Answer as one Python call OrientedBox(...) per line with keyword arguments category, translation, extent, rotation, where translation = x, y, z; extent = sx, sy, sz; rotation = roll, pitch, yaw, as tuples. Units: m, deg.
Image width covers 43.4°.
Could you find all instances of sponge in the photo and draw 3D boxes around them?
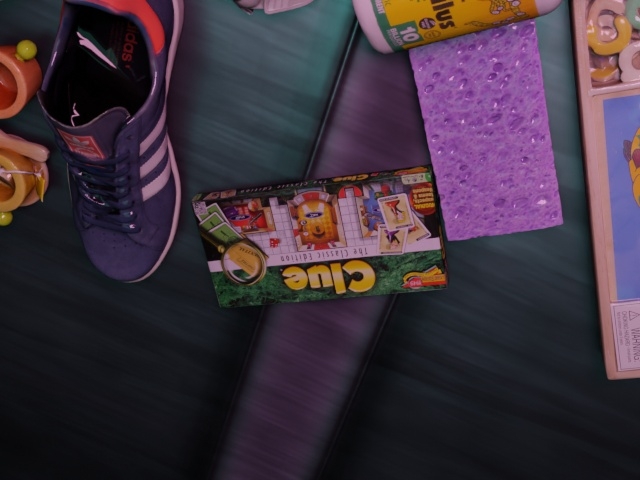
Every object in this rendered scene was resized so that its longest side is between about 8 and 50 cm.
OrientedBox(category="sponge", translation=(0.162, -0.104, 0.782), extent=(0.117, 0.031, 0.210), rotation=(-9, 113, 15))

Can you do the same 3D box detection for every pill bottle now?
OrientedBox(category="pill bottle", translation=(0.134, -0.234, 0.667), extent=(0.208, 0.117, 0.118), rotation=(-9, 114, 20))

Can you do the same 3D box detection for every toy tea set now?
OrientedBox(category="toy tea set", translation=(-0.379, -0.167, 0.802), extent=(0.200, 0.124, 0.336), rotation=(15, 117, 4))

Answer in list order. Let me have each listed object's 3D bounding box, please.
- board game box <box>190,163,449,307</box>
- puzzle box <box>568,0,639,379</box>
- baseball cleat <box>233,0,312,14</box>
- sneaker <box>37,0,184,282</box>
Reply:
OrientedBox(category="board game box", translation=(0.000, 0.000, 0.866), extent=(0.259, 0.030, 0.136), rotation=(-7, 116, 14))
OrientedBox(category="puzzle box", translation=(0.389, -0.059, 0.749), extent=(0.272, 0.052, 0.409), rotation=(-8, 114, 14))
OrientedBox(category="baseball cleat", translation=(-0.017, -0.276, 0.702), extent=(0.109, 0.072, 0.206), rotation=(33, 140, -29))
OrientedBox(category="sneaker", translation=(-0.214, -0.095, 0.792), extent=(0.131, 0.148, 0.350), rotation=(9, 117, 6))
